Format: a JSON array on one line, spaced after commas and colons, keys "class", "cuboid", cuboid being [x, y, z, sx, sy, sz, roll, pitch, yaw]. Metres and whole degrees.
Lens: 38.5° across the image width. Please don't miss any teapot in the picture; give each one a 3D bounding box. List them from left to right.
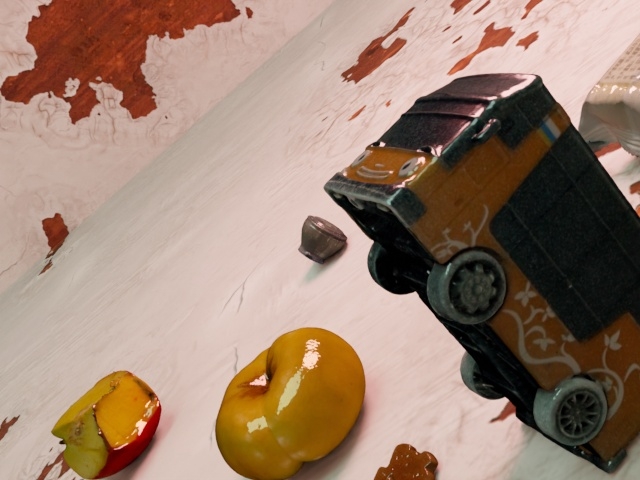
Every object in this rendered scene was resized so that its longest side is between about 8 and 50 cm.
[{"class": "teapot", "cuboid": [0.000, 0.000, 1.317, 0.057, 0.066, 0.088, -58, -5, 11]}]

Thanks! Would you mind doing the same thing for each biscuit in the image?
[{"class": "biscuit", "cuboid": [0.067, 0.221, 0.806, 0.092, 0.016, 0.082, -44, 25, 2]}, {"class": "biscuit", "cuboid": [0.386, -0.202, 0.882, 0.309, 0.079, 0.186, -49, 23, -6]}]

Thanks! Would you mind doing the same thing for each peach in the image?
[{"class": "peach", "cuboid": [-0.295, 0.257, 1.281, 0.151, 0.118, 0.151, -8, 77, 40]}, {"class": "peach", "cuboid": [-0.033, 0.173, 0.967, 0.179, 0.103, 0.179, -40, 18, 15]}]

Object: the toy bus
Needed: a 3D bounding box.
[{"class": "toy bus", "cuboid": [0.149, 0.017, 0.677, 0.167, 0.275, 0.138, -46, 20, -8]}]
